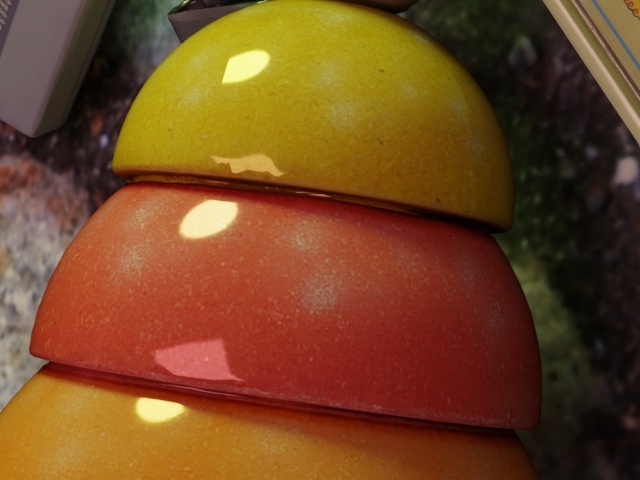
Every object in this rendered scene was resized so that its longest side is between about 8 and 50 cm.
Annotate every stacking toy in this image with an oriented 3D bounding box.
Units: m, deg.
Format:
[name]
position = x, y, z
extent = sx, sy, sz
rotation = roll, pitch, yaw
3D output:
[stacking toy]
position = 0.000, 0.000, 0.986
extent = 0.350, 0.350, 0.480
rotation = 8, 85, 38

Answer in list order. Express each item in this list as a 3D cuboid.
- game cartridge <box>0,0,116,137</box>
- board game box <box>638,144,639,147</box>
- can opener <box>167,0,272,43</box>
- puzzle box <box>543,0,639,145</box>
[game cartridge]
position = -0.254, -0.216, 1.269
extent = 0.294, 0.060, 0.196
rotation = 46, 134, 13
[board game box]
position = 0.290, -0.116, 0.913
extent = 0.317, 0.046, 0.213
rotation = -32, 71, 33
[can opener]
position = 0.018, -0.169, 1.126
extent = 0.283, 0.076, 0.095
rotation = -5, 119, 38
[puzzle box]
position = 0.222, -0.155, 0.860
extent = 0.272, 0.052, 0.409
rotation = -43, 72, 39
